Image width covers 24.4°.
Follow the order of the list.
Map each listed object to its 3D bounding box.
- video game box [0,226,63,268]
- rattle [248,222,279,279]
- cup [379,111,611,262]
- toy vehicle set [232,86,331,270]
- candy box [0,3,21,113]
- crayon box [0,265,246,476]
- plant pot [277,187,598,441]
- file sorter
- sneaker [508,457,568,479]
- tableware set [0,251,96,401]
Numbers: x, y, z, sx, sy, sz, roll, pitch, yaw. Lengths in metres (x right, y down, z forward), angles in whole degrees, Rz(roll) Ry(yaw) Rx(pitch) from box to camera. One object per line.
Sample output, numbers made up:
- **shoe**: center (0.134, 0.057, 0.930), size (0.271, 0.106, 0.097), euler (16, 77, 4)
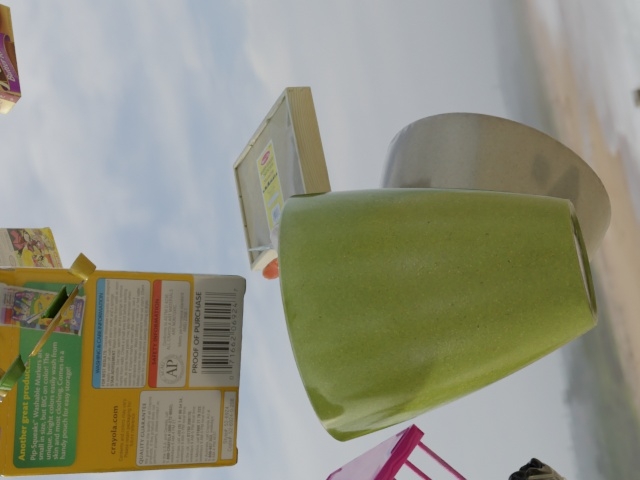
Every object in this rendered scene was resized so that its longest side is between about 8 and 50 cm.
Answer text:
- **video game box**: center (-0.402, 0.082, 1.990), size (0.187, 0.048, 0.205), euler (-1, -110, -63)
- **rattle**: center (0.000, 0.000, 1.921), size (0.130, 0.142, 0.200), euler (35, 171, -9)
- **cup**: center (0.211, 0.018, 2.042), size (0.237, 0.331, 0.331), euler (-66, -30, -31)
- **toy vehicle set**: center (-0.056, -0.078, 2.009), size (0.267, 0.035, 0.166), euler (133, 129, -63)
- **candy box**: center (-0.526, -0.292, 2.270), size (0.109, 0.053, 0.186), euler (17, -134, -39)
- **crayon box**: center (-0.233, 0.129, 1.497), size (0.323, 0.083, 0.203), euler (4, -92, -38)
- **plant pot**: center (0.138, 0.055, 1.581), size (0.275, 0.294, 0.274), euler (-12, -90, -76)
- **file sorter**: center (0.073, 0.387, 1.804), size (0.182, 0.202, 0.290), euler (41, 152, -2)
- **sneaker**: center (0.247, 0.315, 1.764), size (0.075, 0.063, 0.170), euler (43, -148, 4)
- **tableware set**: center (-0.252, 0.077, 1.330), size (0.154, 0.024, 0.104), euler (-57, 8, -25)
